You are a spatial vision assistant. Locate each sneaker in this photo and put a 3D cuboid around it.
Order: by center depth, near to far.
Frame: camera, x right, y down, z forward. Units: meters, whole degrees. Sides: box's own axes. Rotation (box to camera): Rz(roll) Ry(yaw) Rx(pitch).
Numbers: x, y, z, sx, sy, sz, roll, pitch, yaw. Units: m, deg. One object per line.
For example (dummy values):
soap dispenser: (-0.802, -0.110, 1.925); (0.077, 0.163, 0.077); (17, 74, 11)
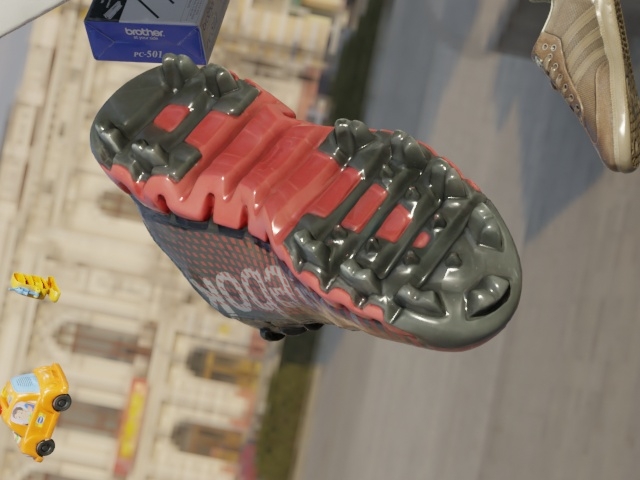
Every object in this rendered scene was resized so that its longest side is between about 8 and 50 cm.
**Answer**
sneaker: (0.000, 0.000, 0.909); (0.097, 0.276, 0.135); (-46, -42, -22)
sneaker: (0.199, -0.127, 1.325); (0.066, 0.071, 0.188); (53, -151, -54)

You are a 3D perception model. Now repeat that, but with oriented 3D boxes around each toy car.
toy car: (-0.184, 0.076, 1.078); (0.060, 0.040, 0.122); (-58, 33, 32)

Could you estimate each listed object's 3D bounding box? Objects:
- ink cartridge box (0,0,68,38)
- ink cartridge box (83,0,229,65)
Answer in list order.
ink cartridge box: (-0.143, -0.272, 1.151); (0.115, 0.273, 0.198); (49, -148, -31)
ink cartridge box: (-0.119, -0.231, 1.451); (0.046, 0.097, 0.207); (81, -163, -47)
